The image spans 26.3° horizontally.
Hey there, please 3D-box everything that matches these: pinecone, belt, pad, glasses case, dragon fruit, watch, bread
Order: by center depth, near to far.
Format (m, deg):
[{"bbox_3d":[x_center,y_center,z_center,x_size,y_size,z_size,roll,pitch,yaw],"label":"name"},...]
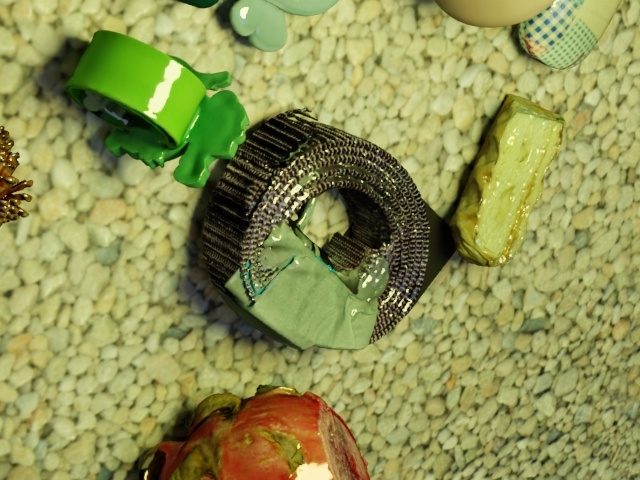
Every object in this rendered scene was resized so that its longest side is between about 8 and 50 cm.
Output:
[{"bbox_3d":[-0.336,-0.062,1.366,0.102,0.102,0.109,-5,108,-36],"label":"pinecone"},{"bbox_3d":[-0.168,-0.151,1.409,0.131,0.165,0.152,-61,153,-12],"label":"watch"},{"bbox_3d":[0.000,0.000,1.652,0.260,0.122,0.325,-57,136,-8],"label":"belt"},{"bbox_3d":[-0.092,0.313,1.667,0.291,0.269,0.250,-24,144,17],"label":"dragon fruit"},{"bbox_3d":[0.359,-0.377,1.766,0.125,0.076,0.327,19,100,-40],"label":"glasses case"},{"bbox_3d":[0.107,0.005,1.817,0.127,0.004,0.190,-52,133,-5],"label":"pad"},{"bbox_3d":[0.241,-0.079,1.828,0.128,0.088,0.232,14,97,-51],"label":"bread"}]

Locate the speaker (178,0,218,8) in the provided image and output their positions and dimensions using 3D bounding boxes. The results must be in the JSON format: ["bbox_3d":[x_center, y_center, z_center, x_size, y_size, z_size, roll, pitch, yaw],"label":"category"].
[{"bbox_3d":[-0.139,-0.296,1.439,0.075,0.060,0.094,13,69,-41],"label":"speaker"}]

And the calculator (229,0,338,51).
[{"bbox_3d":[-0.020,-0.355,1.503,0.188,0.042,0.303,19,99,-44],"label":"calculator"}]

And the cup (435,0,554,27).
[{"bbox_3d":[0.197,-0.390,1.574,0.200,0.191,0.253,64,33,-50],"label":"cup"}]
